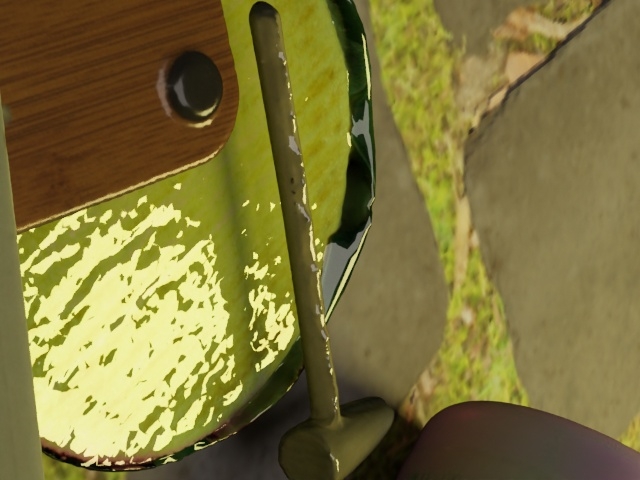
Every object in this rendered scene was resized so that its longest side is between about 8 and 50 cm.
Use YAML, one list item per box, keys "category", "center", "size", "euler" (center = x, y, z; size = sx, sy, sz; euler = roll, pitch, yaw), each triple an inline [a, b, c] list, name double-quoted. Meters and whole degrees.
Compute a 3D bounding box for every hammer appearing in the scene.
- category: "hammer"
  center: [0.000, 0.000, 0.683]
  size: [0.060, 0.028, 0.195]
  euler: [-34, 123, -47]

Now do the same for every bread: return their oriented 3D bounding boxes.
- category: "bread"
  center: [-0.059, -0.027, 0.653]
  size: [0.228, 0.033, 0.228]
  euler: [-14, 109, -46]

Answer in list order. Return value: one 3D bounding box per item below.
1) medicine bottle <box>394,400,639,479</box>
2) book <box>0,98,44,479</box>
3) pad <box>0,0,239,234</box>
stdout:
- category: "medicine bottle"
  center: [0.061, 0.207, 0.740]
  size: [0.152, 0.152, 0.254]
  euler: [49, 60, -41]
- category: "book"
  center: [-0.159, 0.052, 0.444]
  size: [0.208, 0.020, 0.295]
  euler: [0, 79, -43]
- category: "pad"
  center: [-0.155, -0.124, 0.509]
  size: [0.286, 0.018, 0.284]
  euler: [-23, 108, -40]
